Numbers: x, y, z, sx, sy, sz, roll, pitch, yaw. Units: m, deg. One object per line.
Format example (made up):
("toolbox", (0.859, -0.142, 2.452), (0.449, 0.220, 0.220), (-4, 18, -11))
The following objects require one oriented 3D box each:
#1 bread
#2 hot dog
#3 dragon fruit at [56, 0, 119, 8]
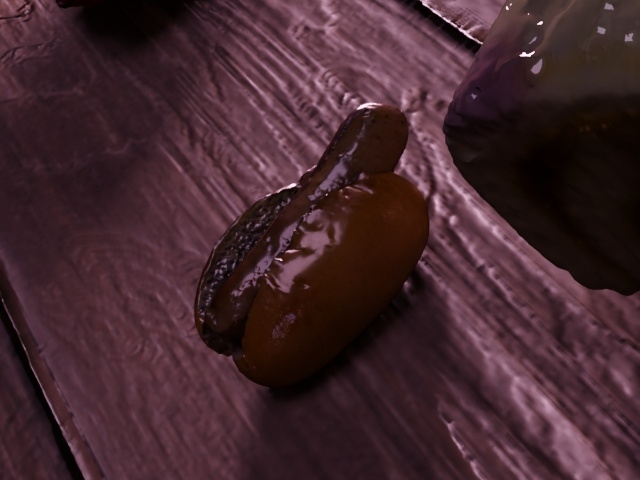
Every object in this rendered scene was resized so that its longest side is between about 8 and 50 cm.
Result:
("bread", (0.200, -0.134, 0.756), (0.187, 0.155, 0.338), (-2, 45, 49))
("hot dog", (0.001, 0.001, 0.862), (0.140, 0.060, 0.090), (-41, 36, -14))
("dragon fruit", (-0.113, -0.202, 1.234), (0.127, 0.120, 0.161), (-3, 56, -4))
